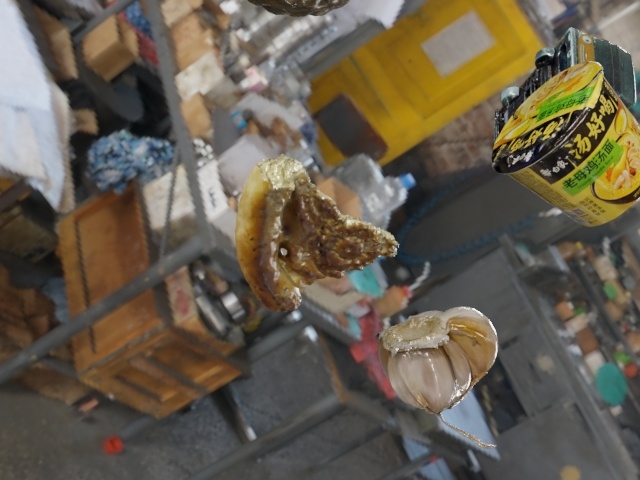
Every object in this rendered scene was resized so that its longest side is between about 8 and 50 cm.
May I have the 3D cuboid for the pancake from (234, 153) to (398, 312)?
[{"bbox_3d":[0.000,0.000,1.402,0.244,0.266,0.057,2,42,-13],"label":"pancake"}]

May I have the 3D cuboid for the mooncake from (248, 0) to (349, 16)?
[{"bbox_3d":[-0.027,-0.447,1.517,0.228,0.228,0.124,47,-6,-31],"label":"mooncake"}]

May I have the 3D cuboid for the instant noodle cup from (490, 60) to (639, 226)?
[{"bbox_3d":[0.271,-0.094,1.056,0.122,0.151,0.151,42,22,-19],"label":"instant noodle cup"}]

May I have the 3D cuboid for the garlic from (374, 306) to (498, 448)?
[{"bbox_3d":[0.192,0.214,1.633,0.207,0.207,0.256,39,21,-45],"label":"garlic"}]

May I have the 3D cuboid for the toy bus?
[{"bbox_3d":[0.450,-0.251,1.867,0.167,0.275,0.138,15,58,-14],"label":"toy bus"}]
